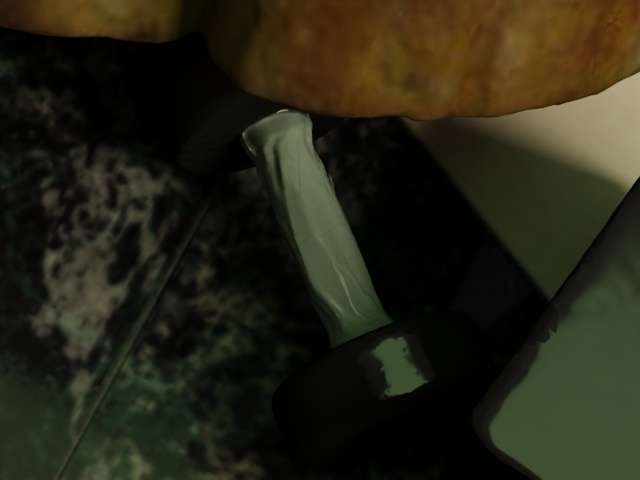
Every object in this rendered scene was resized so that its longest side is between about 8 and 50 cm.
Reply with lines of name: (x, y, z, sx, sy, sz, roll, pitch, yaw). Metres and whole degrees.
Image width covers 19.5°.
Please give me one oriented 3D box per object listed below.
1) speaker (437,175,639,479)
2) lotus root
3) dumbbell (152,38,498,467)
speaker: (0.211, 0.087, 0.785, 0.254, 0.184, 0.232, 35, 71, 9)
lotus root: (-0.005, -0.198, 0.860, 0.390, 0.111, 0.375, 22, 42, 20)
dumbbell: (0.000, 0.000, 0.840, 0.100, 0.100, 0.191, -16, 72, -20)
